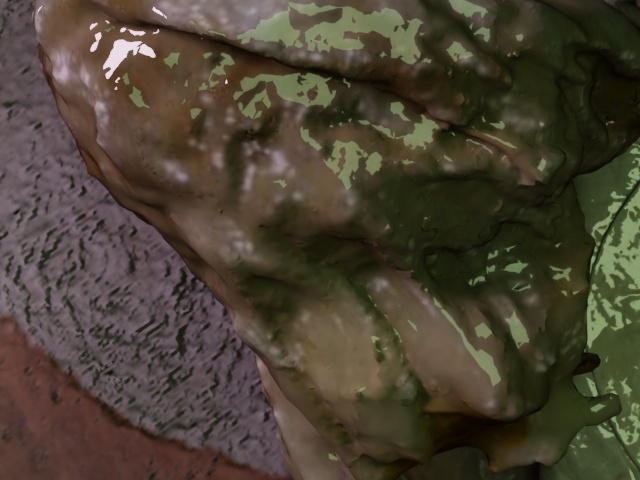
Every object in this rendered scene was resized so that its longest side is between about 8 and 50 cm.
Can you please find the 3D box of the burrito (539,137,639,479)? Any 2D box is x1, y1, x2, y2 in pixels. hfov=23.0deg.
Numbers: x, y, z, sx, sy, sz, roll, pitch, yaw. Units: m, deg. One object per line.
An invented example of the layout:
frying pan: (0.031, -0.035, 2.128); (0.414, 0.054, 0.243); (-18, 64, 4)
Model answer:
burrito: (0.157, 0.044, 0.811); (0.082, 0.059, 0.275); (4, 83, 6)

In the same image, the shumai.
shumai: (0.000, 0.000, 0.700); (0.314, 0.267, 0.262); (3, 99, -45)
